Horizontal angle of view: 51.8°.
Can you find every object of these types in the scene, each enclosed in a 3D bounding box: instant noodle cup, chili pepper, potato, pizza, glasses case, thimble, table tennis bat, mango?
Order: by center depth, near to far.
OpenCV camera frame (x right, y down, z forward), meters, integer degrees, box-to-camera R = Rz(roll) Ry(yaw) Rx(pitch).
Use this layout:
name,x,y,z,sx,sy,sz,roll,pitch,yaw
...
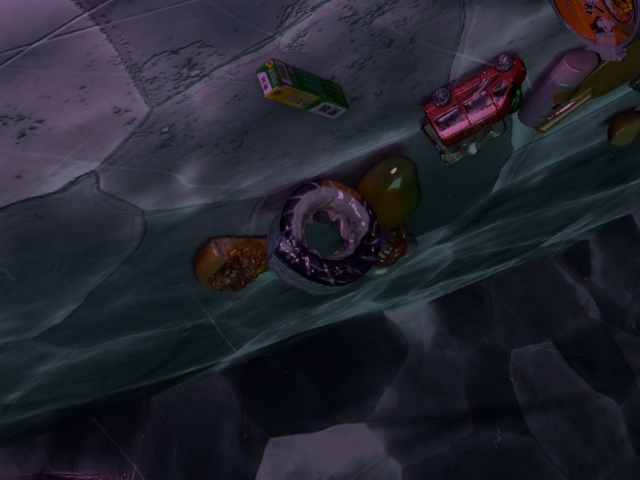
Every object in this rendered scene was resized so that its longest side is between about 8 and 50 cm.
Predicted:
name,x,y,z,sx,sy,sz,roll,pitch,yaw
instant noodle cup,0.416,-0.373,0.911,0.125,0.177,0.208,-36,133,-8
chili pepper,0.393,-0.277,1.340,0.056,0.035,0.118,-58,159,3
thimble,0.000,0.000,1.365,0.237,0.238,0.150,-16,165,-24
table tennis bat,0.598,-0.339,1.421,0.320,0.050,0.198,-36,161,27
mango,0.149,-0.101,1.442,0.156,0.114,0.251,-15,164,-3
pizza,-0.181,0.058,1.552,0.228,0.082,0.289,-19,161,-14
potato,0.811,-0.306,1.774,0.103,0.067,0.096,-9,145,-25
glasses case,0.236,0.015,2.021,0.076,0.050,0.197,-31,162,26

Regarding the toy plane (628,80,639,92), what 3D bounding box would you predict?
name,x,y,z,sx,sy,sz,roll,pitch,yaw
toy plane,0.783,-0.360,1.512,0.159,0.083,0.234,5,-168,36

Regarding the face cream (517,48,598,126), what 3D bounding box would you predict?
name,x,y,z,sx,sy,sz,roll,pitch,yaw
face cream,0.479,-0.307,1.345,0.084,0.057,0.198,-18,163,-19

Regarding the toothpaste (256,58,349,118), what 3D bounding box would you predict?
name,x,y,z,sx,sy,sz,roll,pitch,yaw
toothpaste,-0.022,-0.220,0.975,0.037,0.043,0.178,-32,161,29

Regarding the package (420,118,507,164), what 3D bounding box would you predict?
name,x,y,z,sx,sy,sz,roll,pitch,yaw
package,0.302,-0.238,1.368,0.166,0.040,0.232,-31,154,13

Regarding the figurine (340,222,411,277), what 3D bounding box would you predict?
name,x,y,z,sx,sy,sz,roll,pitch,yaw
figurine,0.151,0.015,1.763,0.189,0.142,0.263,2,161,-2

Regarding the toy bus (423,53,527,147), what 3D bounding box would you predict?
name,x,y,z,sx,sy,sz,roll,pitch,yaw
toy bus,0.290,-0.254,1.202,0.195,0.089,0.081,-28,163,13
